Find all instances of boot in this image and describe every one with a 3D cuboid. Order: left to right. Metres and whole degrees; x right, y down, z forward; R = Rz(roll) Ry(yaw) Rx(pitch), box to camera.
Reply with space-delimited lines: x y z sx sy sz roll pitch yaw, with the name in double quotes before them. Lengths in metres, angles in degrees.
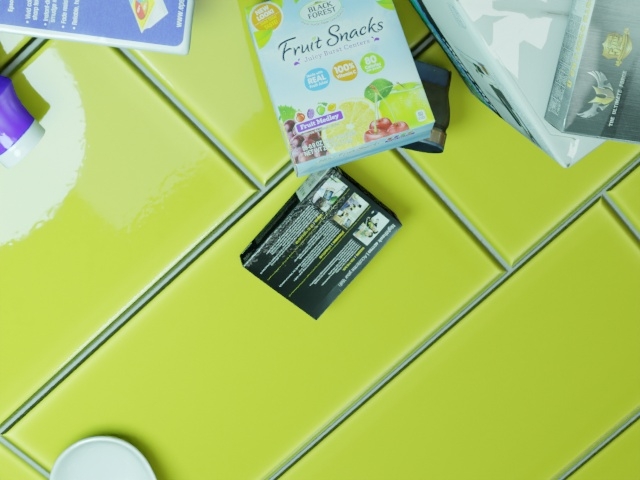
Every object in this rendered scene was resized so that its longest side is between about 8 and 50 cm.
"boot" 0.063 -0.189 1.409 0.219 0.082 0.106 16 82 -6

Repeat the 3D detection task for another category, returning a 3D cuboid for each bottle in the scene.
"bottle" -0.440 -0.202 1.271 0.092 0.118 0.283 -27 117 35

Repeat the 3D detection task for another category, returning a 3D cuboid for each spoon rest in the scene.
"spoon rest" -0.251 0.372 1.549 0.276 0.084 0.137 40 99 -22

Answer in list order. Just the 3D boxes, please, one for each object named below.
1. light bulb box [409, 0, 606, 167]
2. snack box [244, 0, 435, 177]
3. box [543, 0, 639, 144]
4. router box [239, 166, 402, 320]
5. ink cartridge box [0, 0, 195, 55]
"light bulb box" 0.301 -0.308 1.235 0.358 0.361 0.225 -36 111 4
"snack box" 0.021 -0.201 1.331 0.175 0.070 0.207 -18 78 -4
"box" 0.330 -0.206 1.053 0.183 0.056 0.231 7 109 -12
"router box" 0.000 0.000 1.470 0.133 0.046 0.179 38 100 -22
"ink cartridge box" -0.283 -0.377 1.239 0.307 0.072 0.303 6 101 -11
